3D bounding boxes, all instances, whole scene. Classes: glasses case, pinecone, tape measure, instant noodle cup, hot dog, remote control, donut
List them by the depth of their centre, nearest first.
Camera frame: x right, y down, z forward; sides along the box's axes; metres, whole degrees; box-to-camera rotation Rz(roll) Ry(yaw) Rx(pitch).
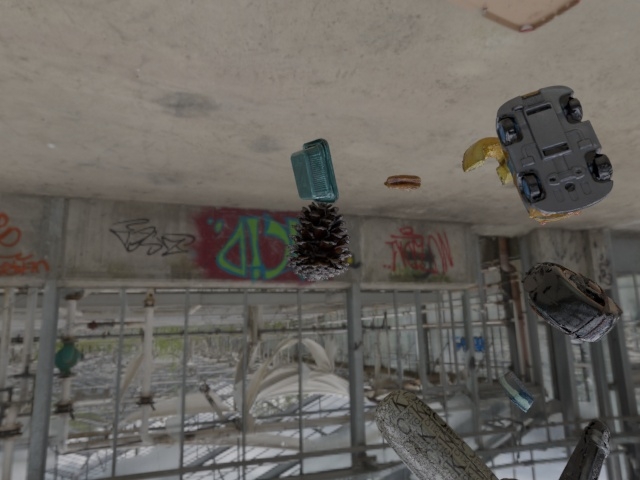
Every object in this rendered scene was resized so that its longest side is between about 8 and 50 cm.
[{"bbox_3d":[0.265,0.482,0.992,0.085,0.354,0.137,-26,157,-50],"label":"glasses case"},{"bbox_3d":[0.609,0.529,1.041,0.066,0.266,0.090,8,137,53],"label":"remote control"},{"bbox_3d":[0.622,0.148,1.127,0.202,0.135,0.223,21,-156,-19],"label":"tape measure"},{"bbox_3d":[-0.024,-0.185,1.268,0.070,0.179,0.157,-18,-169,-23],"label":"instant noodle cup"},{"bbox_3d":[0.559,-0.270,1.468,0.181,0.146,0.078,21,165,12],"label":"donut"},{"bbox_3d":[-0.002,0.000,1.589,0.246,0.292,0.246,6,170,1],"label":"pinecone"},{"bbox_3d":[0.317,-0.222,1.754,0.144,0.062,0.038,-1,-169,-5],"label":"hot dog"}]

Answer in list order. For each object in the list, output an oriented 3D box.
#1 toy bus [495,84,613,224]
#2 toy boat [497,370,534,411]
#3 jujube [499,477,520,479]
[{"bbox_3d":[0.374,-0.130,0.751,0.126,0.209,0.136,-17,161,11],"label":"toy bus"},{"bbox_3d":[0.741,0.562,1.739,0.096,0.061,0.299,39,-173,8],"label":"toy boat"},{"bbox_3d":[0.455,0.718,1.112,0.197,0.197,0.290,-11,-170,41],"label":"jujube"}]
